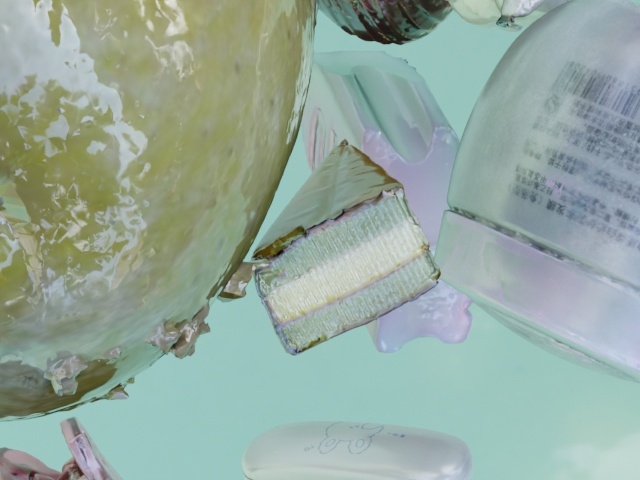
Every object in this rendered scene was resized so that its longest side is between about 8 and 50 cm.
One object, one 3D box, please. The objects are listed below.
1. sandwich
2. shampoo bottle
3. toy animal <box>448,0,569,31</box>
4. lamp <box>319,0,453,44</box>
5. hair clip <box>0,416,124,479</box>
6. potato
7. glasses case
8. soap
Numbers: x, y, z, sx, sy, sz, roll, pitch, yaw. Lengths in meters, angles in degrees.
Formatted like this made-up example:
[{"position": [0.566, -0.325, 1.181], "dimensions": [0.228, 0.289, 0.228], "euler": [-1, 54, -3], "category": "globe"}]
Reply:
[{"position": [0.000, 0.000, 1.185], "dimensions": [0.113, 0.163, 0.079], "euler": [-26, 109, -4], "category": "sandwich"}, {"position": [0.235, -0.032, 1.361], "dimensions": [0.273, 0.273, 0.266], "euler": [25, 93, -35], "category": "shampoo bottle"}, {"position": [0.170, -0.204, 1.487], "dimensions": [0.127, 0.181, 0.131], "euler": [-18, 102, -19], "category": "toy animal"}, {"position": [0.050, -0.303, 1.667], "dimensions": [0.247, 0.247, 0.247], "euler": [7, 79, -39], "category": "lamp"}, {"position": [-0.245, 0.247, 1.704], "dimensions": [0.102, 0.123, 0.138], "euler": [-31, 128, 0], "category": "hair clip"}, {"position": [-0.206, -0.086, 0.925], "dimensions": [0.319, 0.385, 0.442], "euler": [-87, 159, -45], "category": "potato"}, {"position": [0.034, 0.216, 1.703], "dimensions": [0.092, 0.233, 0.059], "euler": [-48, 132, -51], "category": "glasses case"}, {"position": [0.065, -0.063, 1.784], "dimensions": [0.109, 0.324, 0.193], "euler": [-5, 130, -14], "category": "soap"}]
